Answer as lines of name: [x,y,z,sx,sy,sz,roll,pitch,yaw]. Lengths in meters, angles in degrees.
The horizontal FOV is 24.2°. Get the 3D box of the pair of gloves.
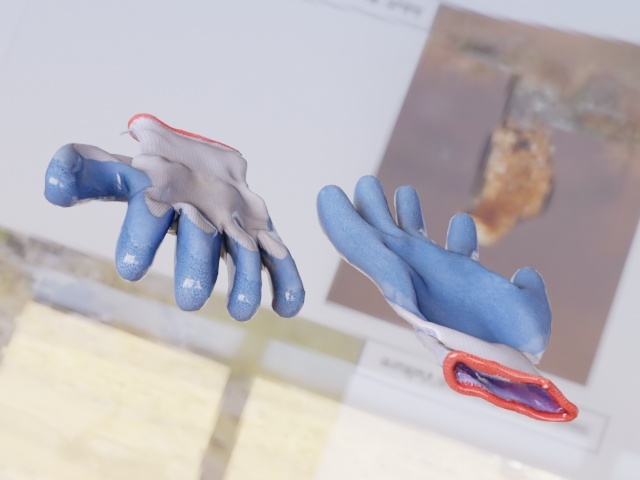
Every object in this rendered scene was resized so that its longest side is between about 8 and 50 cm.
pair of gloves: [0.000,0.000,0.522,0.198,0.023,0.159,20,-162,-16]
